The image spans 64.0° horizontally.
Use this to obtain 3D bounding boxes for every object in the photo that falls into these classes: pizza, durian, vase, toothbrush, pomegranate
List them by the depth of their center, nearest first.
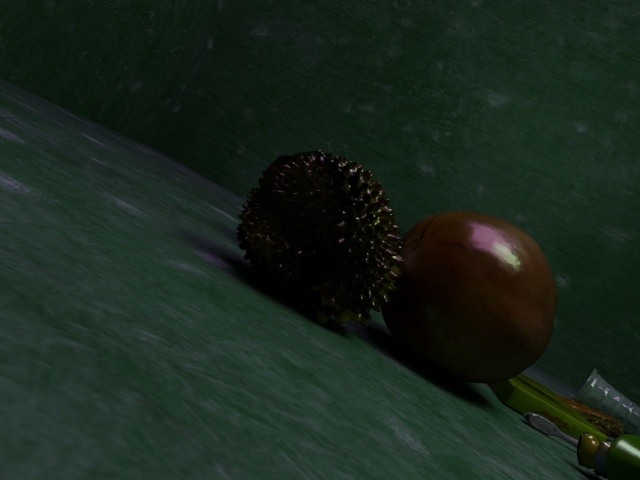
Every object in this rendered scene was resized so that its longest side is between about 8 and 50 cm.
[{"bbox_3d":[0.008,-0.008,0.825,0.258,0.258,0.293,27,9,-46],"label":"durian"},{"bbox_3d":[0.485,0.374,0.872,0.307,0.025,0.029,29,-6,3],"label":"toothbrush"},{"bbox_3d":[0.263,0.105,0.902,0.319,0.319,0.319,29,2,-1],"label":"pomegranate"},{"bbox_3d":[0.584,0.398,1.163,0.134,0.046,0.175,15,1,-30],"label":"pizza"},{"bbox_3d":[0.758,0.450,1.217,0.299,0.143,0.143,34,4,28],"label":"vase"}]

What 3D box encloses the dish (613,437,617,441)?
[{"bbox_3d":[0.683,0.462,1.069,0.091,0.039,0.137,19,-2,-17],"label":"dish"}]

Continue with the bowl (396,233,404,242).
[{"bbox_3d":[0.034,0.015,1.164,0.354,0.185,0.354,29,2,-1],"label":"bowl"}]

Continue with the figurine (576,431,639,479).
[{"bbox_3d":[0.461,0.316,0.641,0.162,0.143,0.263,38,-18,-19],"label":"figurine"}]

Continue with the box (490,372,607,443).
[{"bbox_3d":[0.447,0.330,1.090,0.187,0.047,0.335,30,2,6],"label":"box"}]
